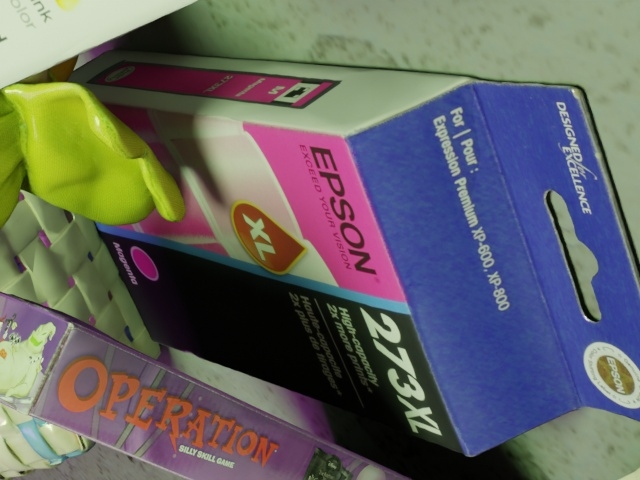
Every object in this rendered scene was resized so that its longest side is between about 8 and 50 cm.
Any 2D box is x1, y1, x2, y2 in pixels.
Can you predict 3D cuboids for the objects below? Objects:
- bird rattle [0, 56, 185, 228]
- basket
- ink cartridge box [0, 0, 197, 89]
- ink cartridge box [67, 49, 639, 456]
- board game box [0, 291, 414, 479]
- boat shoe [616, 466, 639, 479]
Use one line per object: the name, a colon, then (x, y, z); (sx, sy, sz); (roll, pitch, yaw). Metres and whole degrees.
bird rattle: (-0.162, -0.115, 0.747); (0.207, 0.143, 0.253); (169, 92, -72)
basket: (-0.274, 0.060, 1.066); (0.289, 0.201, 0.254); (-9, 117, 25)
ink cartridge box: (-0.053, -0.184, 0.480); (0.278, 0.117, 0.201); (-16, 111, 40)
ink cartridge box: (0.000, 0.000, 0.764); (0.371, 0.069, 0.175); (10, 130, 50)
board game box: (-0.051, 0.101, 0.777); (0.347, 0.056, 0.208); (31, 174, -39)
boat shoe: (0.183, 0.118, 0.576); (0.324, 0.097, 0.116); (123, 149, -57)
